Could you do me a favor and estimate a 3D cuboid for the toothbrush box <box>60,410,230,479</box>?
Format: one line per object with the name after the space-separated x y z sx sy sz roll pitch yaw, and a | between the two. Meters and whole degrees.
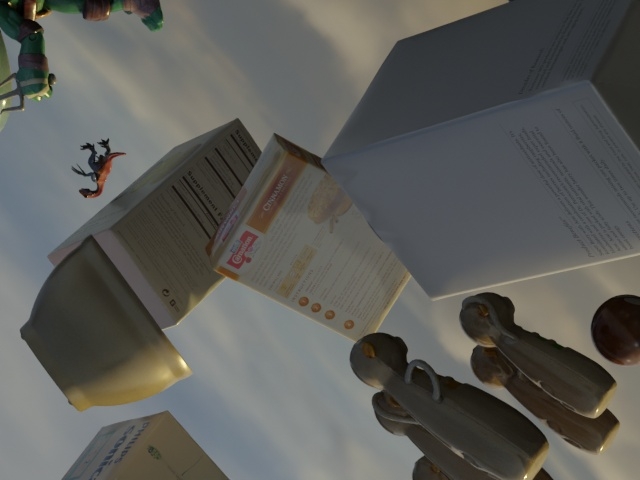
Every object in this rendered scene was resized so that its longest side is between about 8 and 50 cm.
-0.151 0.352 1.828 0.126 0.216 0.295 -18 119 47 | toothbrush box

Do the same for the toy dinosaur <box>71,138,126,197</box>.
-0.272 -0.081 2.223 0.090 0.047 0.082 35 138 47 | toy dinosaur

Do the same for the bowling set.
0.143 0.105 1.357 0.154 0.200 0.287 33 161 21 | bowling set

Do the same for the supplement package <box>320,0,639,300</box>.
0.182 -0.090 1.530 0.293 0.175 0.177 -14 125 43 | supplement package

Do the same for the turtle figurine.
-0.269 -0.200 1.622 0.175 0.234 0.118 55 152 41 | turtle figurine

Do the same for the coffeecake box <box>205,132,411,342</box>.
0.000 0.000 1.847 0.185 0.142 0.068 28 -168 -19 | coffeecake box

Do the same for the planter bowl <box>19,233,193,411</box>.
-0.208 0.090 1.689 0.162 0.109 0.162 52 173 9 | planter bowl

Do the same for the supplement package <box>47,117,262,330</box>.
-0.166 -0.011 2.103 0.139 0.244 0.134 -20 109 47 | supplement package

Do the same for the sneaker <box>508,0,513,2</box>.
0.324 -0.284 2.448 0.319 0.112 0.131 49 -140 1 | sneaker

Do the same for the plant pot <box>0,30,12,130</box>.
-0.531 -0.210 2.147 0.293 0.196 0.293 28 134 33 | plant pot
